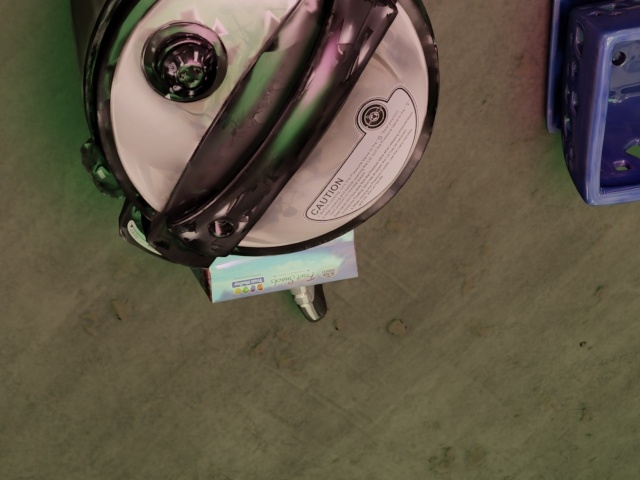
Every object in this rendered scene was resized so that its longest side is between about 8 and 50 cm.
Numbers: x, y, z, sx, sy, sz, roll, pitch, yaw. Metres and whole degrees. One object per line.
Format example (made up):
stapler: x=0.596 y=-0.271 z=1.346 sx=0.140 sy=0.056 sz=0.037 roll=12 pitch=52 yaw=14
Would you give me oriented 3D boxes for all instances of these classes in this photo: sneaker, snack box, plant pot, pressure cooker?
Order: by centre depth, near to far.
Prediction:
pressure cooker: x=-0.077 y=-0.186 z=1.255 sx=0.375 sy=0.420 sz=0.370 roll=-13 pitch=121 yaw=-7
snack box: x=-0.068 y=0.001 z=1.421 sx=0.174 sy=0.207 sz=0.070 roll=-9 pitch=108 yaw=-13
plant pot: x=0.407 y=-0.206 z=1.497 sx=0.236 sy=0.212 sz=0.236 roll=-9 pitch=123 yaw=-9
sneaker: x=0.000 y=0.000 z=1.591 sx=0.132 sy=0.086 sz=0.229 roll=-25 pitch=123 yaw=-2
